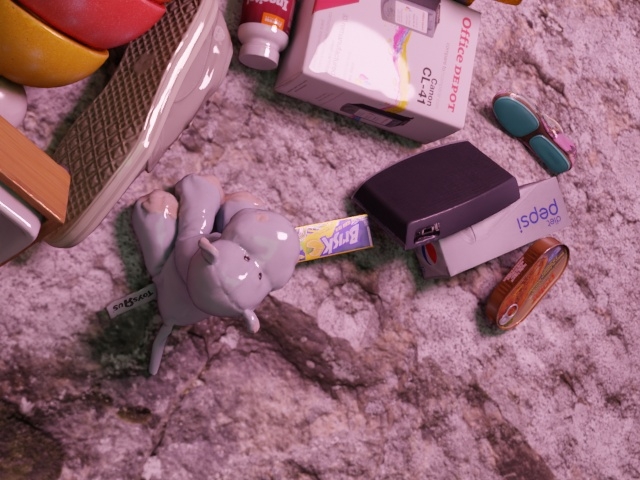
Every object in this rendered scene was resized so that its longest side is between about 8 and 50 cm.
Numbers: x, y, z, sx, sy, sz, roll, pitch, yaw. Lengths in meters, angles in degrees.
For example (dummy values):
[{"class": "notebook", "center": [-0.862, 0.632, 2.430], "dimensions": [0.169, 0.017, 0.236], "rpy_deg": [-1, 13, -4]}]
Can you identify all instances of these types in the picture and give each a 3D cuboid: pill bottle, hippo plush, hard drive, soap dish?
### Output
[{"class": "pill bottle", "center": [-0.087, -0.358, 1.385], "dimensions": [0.086, 0.086, 0.152], "rpy_deg": [14, 80, -23]}, {"class": "hippo plush", "center": [-0.164, 0.018, 1.232], "dimensions": [0.294, 0.236, 0.234], "rpy_deg": [-37, 101, -23]}, {"class": "hard drive", "center": [0.199, -0.087, 1.454], "dimensions": [0.254, 0.172, 0.054], "rpy_deg": [-23, 139, -26]}, {"class": "soap dish", "center": [-0.481, -0.098, 1.100], "dimensions": [0.291, 0.228, 0.118], "rpy_deg": [44, 48, -22]}]

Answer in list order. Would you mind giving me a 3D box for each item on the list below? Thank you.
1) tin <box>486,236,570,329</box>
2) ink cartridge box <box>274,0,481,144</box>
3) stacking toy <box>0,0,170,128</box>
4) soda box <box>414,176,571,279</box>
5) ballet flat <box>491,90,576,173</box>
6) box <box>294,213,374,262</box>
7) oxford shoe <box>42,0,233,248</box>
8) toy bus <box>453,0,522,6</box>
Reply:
[{"class": "tin", "center": [0.372, 0.077, 1.538], "dimensions": [0.190, 0.040, 0.106], "rpy_deg": [-50, 135, 1]}, {"class": "ink cartridge box", "center": [0.100, -0.320, 1.444], "dimensions": [0.306, 0.131, 0.226], "rpy_deg": [15, 79, -21]}, {"class": "stacking toy", "center": [-0.367, -0.330, 1.142], "dimensions": [0.350, 0.351, 0.480], "rpy_deg": [38, 100, -17]}, {"class": "soda box", "center": [0.304, -0.024, 1.529], "dimensions": [0.286, 0.091, 0.098], "rpy_deg": [-20, 93, -25]}, {"class": "ballet flat", "center": [0.403, -0.217, 1.610], "dimensions": [0.221, 0.076, 0.079], "rpy_deg": [39, 53, -21]}, {"class": "box", "center": [0.000, 0.000, 1.409], "dimensions": [0.168, 0.054, 0.059], "rpy_deg": [-11, 90, -26]}, {"class": "oxford shoe", "center": [-0.259, -0.174, 1.265], "dimensions": [0.450, 0.169, 0.130], "rpy_deg": [-62, 145, -15]}, {"class": "toy bus", "center": [0.179, -0.475, 1.419], "dimensions": [0.332, 0.130, 0.108], "rpy_deg": [15, 85, -3]}]
